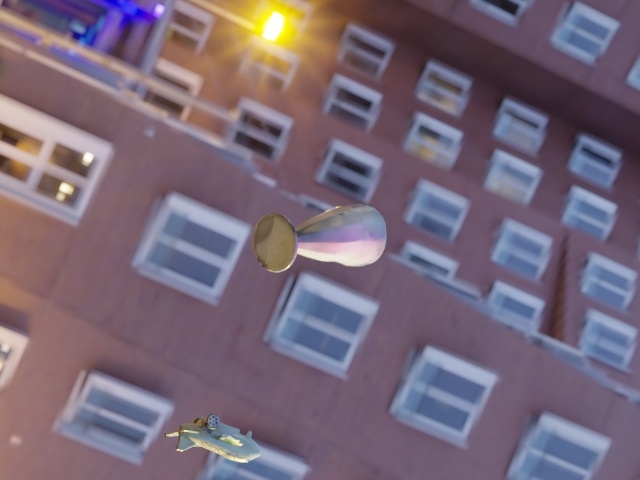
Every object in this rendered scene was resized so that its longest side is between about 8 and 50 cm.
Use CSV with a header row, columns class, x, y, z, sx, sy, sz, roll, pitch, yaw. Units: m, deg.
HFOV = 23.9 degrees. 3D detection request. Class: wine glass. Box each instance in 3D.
class,x,y,z,sx,sy,sz,roll,pitch,yaw
wine glass,0.000,0.000,1.671,0.073,0.155,0.073,6,-81,38

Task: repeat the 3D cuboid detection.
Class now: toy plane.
class,x,y,z,sx,sy,sz,roll,pitch,yaw
toy plane,-0.086,0.164,1.258,0.080,0.083,0.033,-25,-125,56
